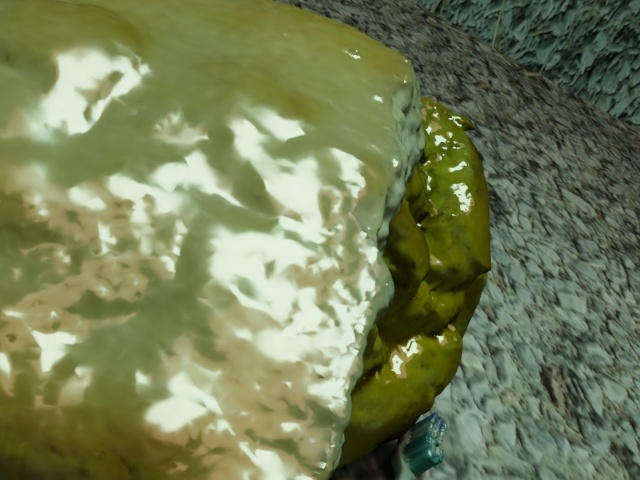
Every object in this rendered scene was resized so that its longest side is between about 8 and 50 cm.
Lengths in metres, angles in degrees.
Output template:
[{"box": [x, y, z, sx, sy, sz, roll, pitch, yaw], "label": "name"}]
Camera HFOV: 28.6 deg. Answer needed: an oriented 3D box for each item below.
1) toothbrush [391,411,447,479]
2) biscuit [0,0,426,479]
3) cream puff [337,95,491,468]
[{"box": [0.049, 0.235, 0.862, 0.042, 0.040, 0.418, 53, 22, -12], "label": "toothbrush"}, {"box": [-0.135, -0.044, 0.758, 0.446, 0.104, 0.429, 25, 49, 3], "label": "biscuit"}, {"box": [-0.001, 0.000, 0.976, 0.324, 0.257, 0.291, 21, 25, -37], "label": "cream puff"}]
